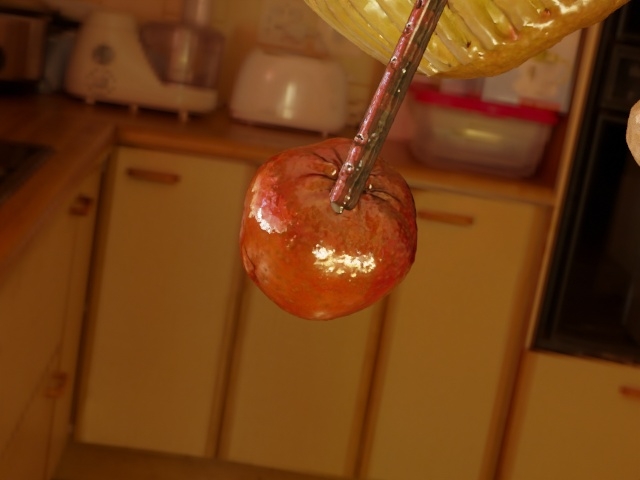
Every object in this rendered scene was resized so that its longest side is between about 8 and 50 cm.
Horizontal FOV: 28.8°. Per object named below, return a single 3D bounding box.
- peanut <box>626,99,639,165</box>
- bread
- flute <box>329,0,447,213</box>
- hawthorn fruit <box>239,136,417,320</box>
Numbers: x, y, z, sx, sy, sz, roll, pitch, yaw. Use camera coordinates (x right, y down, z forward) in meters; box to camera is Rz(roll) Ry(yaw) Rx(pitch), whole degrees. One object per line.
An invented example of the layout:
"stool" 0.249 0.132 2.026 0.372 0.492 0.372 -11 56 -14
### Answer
"peanut" 0.388 -0.093 1.294 0.124 0.123 0.256 9 28 -5
"bread" 0.093 -0.184 0.659 0.142 0.227 0.253 50 -5 -12
"flute" 0.061 -0.134 0.498 0.014 0.269 0.014 24 6 -3
"hawthorn fruit" 0.000 0.000 1.230 0.179 0.200 0.179 13 54 -18
